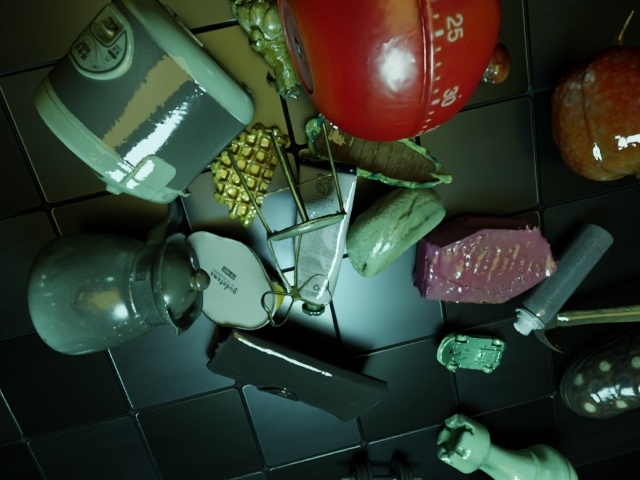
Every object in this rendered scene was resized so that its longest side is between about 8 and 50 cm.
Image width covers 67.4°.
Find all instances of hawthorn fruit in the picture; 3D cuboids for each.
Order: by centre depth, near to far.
[{"bbox_3d":[0.561,-0.235,0.901,0.258,0.258,0.261,-43,88,7],"label":"hawthorn fruit"},{"bbox_3d":[0.331,-0.341,0.924,0.077,0.077,0.077,-2,107,-6],"label":"hawthorn fruit"}]

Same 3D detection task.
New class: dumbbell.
[{"bbox_3d":[0.149,0.586,1.177,0.209,0.099,0.099,4,107,-9],"label":"dumbbell"}]

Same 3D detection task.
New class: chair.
[{"bbox_3d":[-0.032,-0.025,0.851,0.160,0.170,0.325,-18,92,-44],"label":"chair"}]

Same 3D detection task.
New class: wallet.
[{"bbox_3d":[-0.058,0.296,1.043,0.378,0.051,0.197,25,136,-14],"label":"wallet"}]

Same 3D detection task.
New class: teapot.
[{"bbox_3d":[-0.339,0.057,0.903,0.286,0.305,0.223,-5,138,7],"label":"teapot"}]

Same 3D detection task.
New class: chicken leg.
[{"bbox_3d":[-0.092,-0.355,0.855,0.088,0.103,0.227,-29,113,-13],"label":"chicken leg"}]

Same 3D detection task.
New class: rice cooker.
[{"bbox_3d":[-0.284,-0.224,0.786,0.277,0.288,0.288,-42,107,8],"label":"rice cooker"}]

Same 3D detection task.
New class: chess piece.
[{"bbox_3d":[0.438,0.541,1.162,0.299,0.194,0.194,31,101,-6],"label":"chess piece"}]

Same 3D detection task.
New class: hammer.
[{"bbox_3d":[0.695,0.157,1.054,0.441,0.044,0.168,-9,107,20],"label":"hammer"}]

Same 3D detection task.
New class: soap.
[{"bbox_3d":[0.355,0.037,1.027,0.290,0.112,0.182,2,110,-9],"label":"soap"}]

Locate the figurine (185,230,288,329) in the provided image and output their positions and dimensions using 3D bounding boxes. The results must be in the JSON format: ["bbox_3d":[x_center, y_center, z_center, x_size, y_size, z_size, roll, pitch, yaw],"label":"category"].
[{"bbox_3d":[-0.161,0.078,0.997,0.250,0.141,0.166,46,107,19],"label":"figurine"}]

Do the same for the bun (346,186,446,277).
[{"bbox_3d":[0.137,-0.024,0.948,0.221,0.221,0.108,-43,77,7],"label":"bun"}]

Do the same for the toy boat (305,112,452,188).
[{"bbox_3d":[0.112,-0.161,0.899,0.293,0.099,0.108,25,102,18],"label":"toy boat"}]

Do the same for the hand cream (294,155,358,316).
[{"bbox_3d":[0.000,0.000,0.970,0.121,0.076,0.335,15,116,20],"label":"hand cream"}]

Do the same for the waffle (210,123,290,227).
[{"bbox_3d":[-0.129,-0.134,0.947,0.192,0.046,0.160,-35,105,2],"label":"waffle"}]

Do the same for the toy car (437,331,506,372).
[{"bbox_3d":[0.349,0.253,1.118,0.186,0.058,0.093,10,106,-22],"label":"toy car"}]

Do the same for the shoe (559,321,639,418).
[{"bbox_3d":[0.760,0.305,1.086,0.384,0.237,0.171,-35,105,3],"label":"shoe"}]

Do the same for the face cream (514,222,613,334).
[{"bbox_3d":[0.521,0.087,1.044,0.073,0.073,0.283,43,83,-17],"label":"face cream"}]

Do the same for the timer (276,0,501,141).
[{"bbox_3d":[0.088,-0.340,0.734,0.280,0.378,0.377,-20,109,-7],"label":"timer"}]
